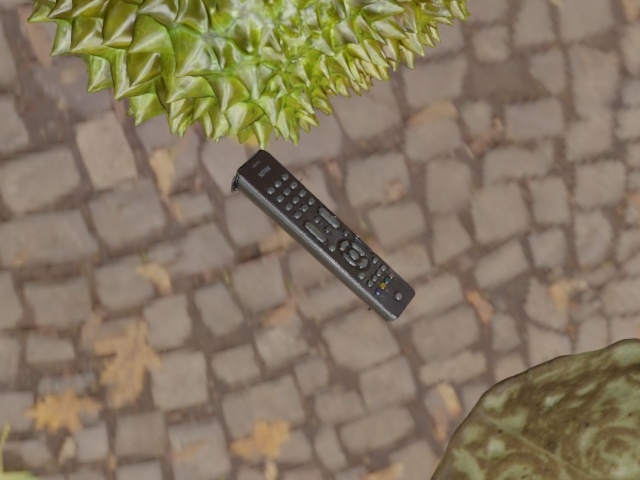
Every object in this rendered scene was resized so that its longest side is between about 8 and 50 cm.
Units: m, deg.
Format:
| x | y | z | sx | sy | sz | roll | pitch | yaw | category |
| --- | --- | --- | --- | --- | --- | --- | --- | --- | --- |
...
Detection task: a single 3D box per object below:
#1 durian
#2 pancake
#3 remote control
| x | y | z | sx | sy | sz | roll | pitch | yaw | category |
| --- | --- | --- | --- | --- | --- | --- | --- | --- | --- |
| -0.048 | -0.174 | 1.046 | 0.291 | 0.291 | 0.224 | 24 | 121 | -19 | durian |
| 0.156 | 0.149 | 0.956 | 0.212 | 0.235 | 0.029 | -32 | 144 | 4 | pancake |
| 0.000 | 0.000 | 0.822 | 0.091 | 0.034 | 0.016 | 43 | 119 | 0 | remote control |
